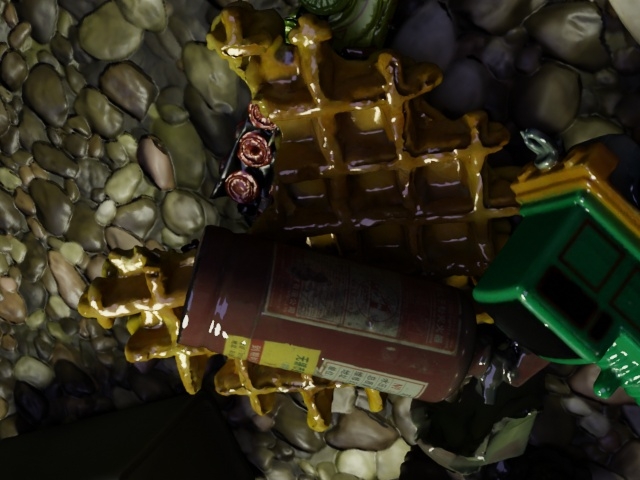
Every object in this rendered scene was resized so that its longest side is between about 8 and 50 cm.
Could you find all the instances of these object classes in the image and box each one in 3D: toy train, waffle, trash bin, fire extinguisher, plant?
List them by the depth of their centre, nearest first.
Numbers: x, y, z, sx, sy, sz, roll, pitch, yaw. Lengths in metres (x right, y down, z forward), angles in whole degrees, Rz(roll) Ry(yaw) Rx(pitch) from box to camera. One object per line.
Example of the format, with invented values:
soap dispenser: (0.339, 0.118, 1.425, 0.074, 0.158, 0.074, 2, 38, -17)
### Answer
toy train: (0.181, 0.031, 0.541, 0.228, 0.136, 0.091, 44, 167, -9)
fire extinguisher: (0.047, 0.043, 0.577, 0.252, 0.075, 0.106, 14, 122, -6)
toy train: (-0.001, -0.112, 0.631, 0.085, 0.053, 0.249, 27, 120, 5)
waffle: (0.000, 0.000, 0.637, 0.260, 0.069, 0.293, 27, 121, -15)
plant: (0.112, 0.182, 0.662, 0.131, 0.142, 0.203, 7, 126, 30)
trash bin: (-0.198, 0.226, 0.796, 0.241, 0.164, 0.122, -20, 102, 29)

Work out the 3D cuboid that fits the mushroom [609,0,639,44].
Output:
mushroom: (0.224, -0.088, 0.543, 0.059, 0.054, 0.202, -30, 92, 32)
